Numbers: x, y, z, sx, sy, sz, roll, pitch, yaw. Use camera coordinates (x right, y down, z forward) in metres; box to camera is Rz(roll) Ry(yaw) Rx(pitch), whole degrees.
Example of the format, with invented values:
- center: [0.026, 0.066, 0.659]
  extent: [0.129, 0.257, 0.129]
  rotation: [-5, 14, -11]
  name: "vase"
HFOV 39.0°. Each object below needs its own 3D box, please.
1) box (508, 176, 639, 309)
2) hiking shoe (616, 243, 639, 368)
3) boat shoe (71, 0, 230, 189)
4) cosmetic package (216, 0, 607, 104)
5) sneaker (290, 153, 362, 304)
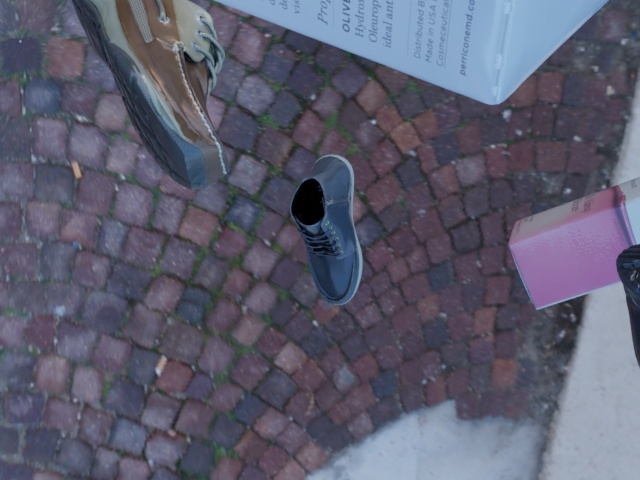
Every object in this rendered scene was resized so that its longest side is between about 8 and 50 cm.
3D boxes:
- center: [0.445, 0.002, 1.491]
  extent: [0.232, 0.148, 0.127]
  rotation: [-22, 99, 22]
  name: "box"
- center: [0.308, 0.107, 0.733]
  extent: [0.086, 0.227, 0.114]
  rotation: [-16, 136, 13]
  name: "hiking shoe"
- center: [-0.160, -0.197, 0.915]
  extent: [0.120, 0.324, 0.122]
  rotation: [-24, 151, -13]
  name: "boat shoe"
- center: [-0.020, -0.229, 0.457]
  extent: [0.197, 0.365, 0.155]
  rotation: [-41, 146, -37]
  name: "cosmetic package"
- center: [0.000, 0.000, 1.259]
  extent: [0.083, 0.118, 0.222]
  rotation: [1, 109, 20]
  name: "sneaker"
